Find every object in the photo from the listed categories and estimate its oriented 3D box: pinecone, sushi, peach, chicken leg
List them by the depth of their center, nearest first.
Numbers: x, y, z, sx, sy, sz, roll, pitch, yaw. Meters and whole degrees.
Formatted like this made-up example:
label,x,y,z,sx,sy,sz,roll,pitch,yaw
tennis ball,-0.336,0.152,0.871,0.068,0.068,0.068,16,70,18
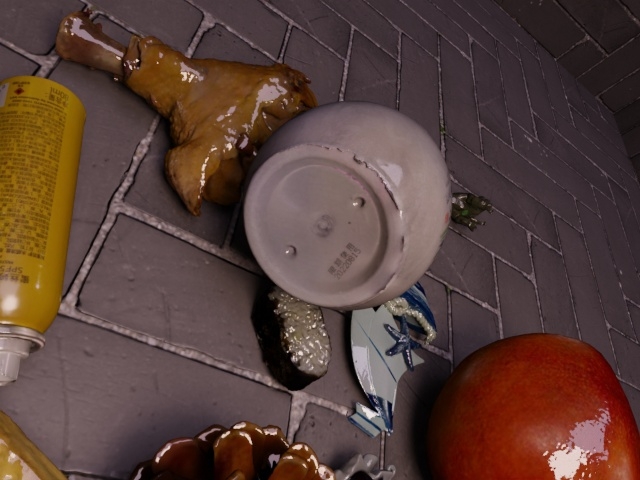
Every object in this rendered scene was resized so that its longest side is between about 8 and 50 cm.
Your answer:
label,x,y,z,sx,sy,sz,roll,pitch,yaw
pinecone,-0.080,0.291,0.449,0.264,0.264,0.264,20,53,-29
sushi,-0.040,0.135,0.692,0.090,0.078,0.150,-4,62,-41
chicken leg,-0.194,-0.188,0.722,0.409,0.182,0.295,23,68,-22
peach,0.323,0.296,0.729,0.308,0.308,0.332,40,77,-13

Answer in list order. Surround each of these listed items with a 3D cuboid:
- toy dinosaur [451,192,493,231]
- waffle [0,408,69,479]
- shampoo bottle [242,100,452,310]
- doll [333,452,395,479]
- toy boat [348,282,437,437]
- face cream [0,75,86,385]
label,x,y,z,sx,sy,sz,roll,pitch,yaw
toy dinosaur,0.330,-0.098,1.183,0.179,0.087,0.187,36,15,35
waffle,-0.329,0.200,0.383,0.168,0.057,0.274,-41,93,-16
shampoo bottle,0.045,-0.055,0.668,0.273,0.273,0.266,51,32,-2
doll,0.030,0.344,0.633,0.195,0.070,0.096,-10,87,-35
toy boat,0.126,0.175,0.819,0.210,0.070,0.291,8,64,-31
face cream,-0.333,-0.018,0.528,0.105,0.105,0.348,12,57,-34
